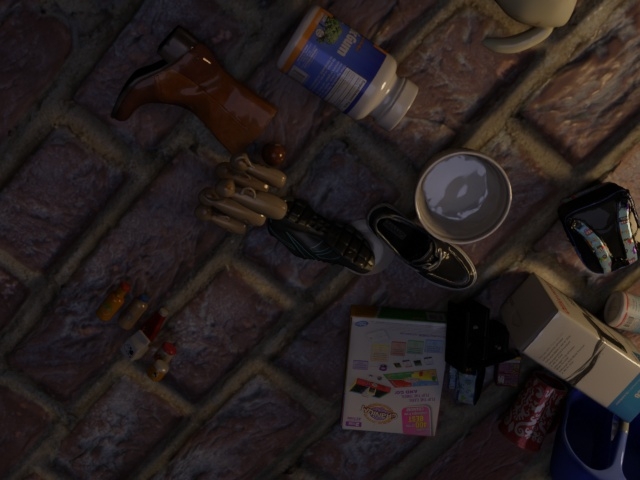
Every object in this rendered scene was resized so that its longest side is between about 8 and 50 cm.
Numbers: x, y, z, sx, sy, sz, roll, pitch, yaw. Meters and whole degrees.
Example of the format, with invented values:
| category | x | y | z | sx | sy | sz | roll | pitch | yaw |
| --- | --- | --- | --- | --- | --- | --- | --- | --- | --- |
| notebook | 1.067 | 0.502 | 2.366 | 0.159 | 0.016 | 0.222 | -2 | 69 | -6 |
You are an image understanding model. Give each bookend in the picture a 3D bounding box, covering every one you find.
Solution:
| category | x | y | z | sx | sy | sz | roll | pitch | yaw |
| --- | --- | --- | --- | --- | --- | --- | --- | --- | --- |
| bookend | 0.374 | 0.209 | 1.696 | 0.157 | 0.072 | 0.156 | -9 | 111 | -26 |

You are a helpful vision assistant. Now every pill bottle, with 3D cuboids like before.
| category | x | y | z | sx | sy | sz | roll | pitch | yaw |
| --- | --- | --- | --- | --- | --- | --- | --- | --- | --- |
| pill bottle | 0.750 | 0.176 | 1.698 | 0.160 | 0.087 | 0.087 | 16 | 110 | -4 |
| pill bottle | 0.059 | -0.343 | 1.494 | 0.272 | 0.152 | 0.152 | 31 | 108 | -10 |

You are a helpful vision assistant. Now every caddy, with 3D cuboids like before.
| category | x | y | z | sx | sy | sz | roll | pitch | yaw |
| --- | --- | --- | --- | --- | --- | --- | --- | --- | --- |
| caddy | 0.667 | 0.462 | 1.679 | 0.241 | 0.341 | 0.179 | 21 | 124 | 14 |

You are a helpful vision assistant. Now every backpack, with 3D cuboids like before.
| category | x | y | z | sx | sy | sz | roll | pitch | yaw |
| --- | --- | --- | --- | --- | --- | --- | --- | --- | --- |
| backpack | 0.622 | -0.023 | 1.613 | 0.158 | 0.117 | 0.173 | -26 | 107 | 11 |
| backpack | 0.350 | 0.329 | 1.762 | 0.084 | 0.105 | 0.114 | 9 | 114 | 23 |

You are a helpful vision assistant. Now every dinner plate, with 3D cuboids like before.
| category | x | y | z | sx | sy | sz | roll | pitch | yaw |
| --- | --- | --- | --- | --- | --- | --- | --- | --- | --- |
| dinner plate | 0.105 | 0.018 | 1.699 | 0.141 | 0.017 | 0.141 | 1 | 112 | 2 |

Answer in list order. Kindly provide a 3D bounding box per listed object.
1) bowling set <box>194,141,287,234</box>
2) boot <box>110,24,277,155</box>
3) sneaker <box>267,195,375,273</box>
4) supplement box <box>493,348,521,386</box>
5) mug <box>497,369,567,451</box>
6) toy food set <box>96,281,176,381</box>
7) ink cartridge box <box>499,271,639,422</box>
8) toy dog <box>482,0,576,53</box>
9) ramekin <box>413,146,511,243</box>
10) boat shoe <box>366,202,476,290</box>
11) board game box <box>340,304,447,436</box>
| category | x | y | z | sx | sy | sz | roll | pitch | yaw |
| --- | --- | --- | --- | --- | --- | --- | --- | --- | --- |
| bowling set | -0.172 | -0.134 | 1.580 | 0.154 | 0.287 | 0.199 | 22 | 69 | -23 |
| boot | -0.277 | -0.281 | 1.584 | 0.264 | 0.096 | 0.280 | -43 | 115 | 14 |
| sneaker | 0.000 | 0.000 | 1.662 | 0.267 | 0.101 | 0.106 | 32 | 133 | -2 |
| supplement box | 0.453 | 0.309 | 1.780 | 0.055 | 0.043 | 0.083 | 2 | 109 | 1 |
| mug | 0.529 | 0.410 | 1.799 | 0.113 | 0.150 | 0.169 | 31 | 108 | 29 |
| toy food set | -0.410 | 0.210 | 1.726 | 0.232 | 0.111 | 0.104 | 46 | 108 | 19 |
| ink cartridge box | 0.581 | 0.234 | 1.652 | 0.307 | 0.223 | 0.129 | 33 | 107 | -10 |
| toy dog | 0.318 | -0.591 | 1.360 | 0.408 | 0.284 | 0.395 | 23 | 127 | -5 |
| ramekin | 0.302 | -0.106 | 1.597 | 0.207 | 0.109 | 0.207 | 0 | 111 | 1 |
| boat shoe | 0.234 | 0.025 | 1.644 | 0.301 | 0.102 | 0.108 | 38 | 100 | -14 |
| board game box | 0.178 | 0.319 | 1.781 | 0.242 | 0.064 | 0.316 | 5 | 110 | 0 |
